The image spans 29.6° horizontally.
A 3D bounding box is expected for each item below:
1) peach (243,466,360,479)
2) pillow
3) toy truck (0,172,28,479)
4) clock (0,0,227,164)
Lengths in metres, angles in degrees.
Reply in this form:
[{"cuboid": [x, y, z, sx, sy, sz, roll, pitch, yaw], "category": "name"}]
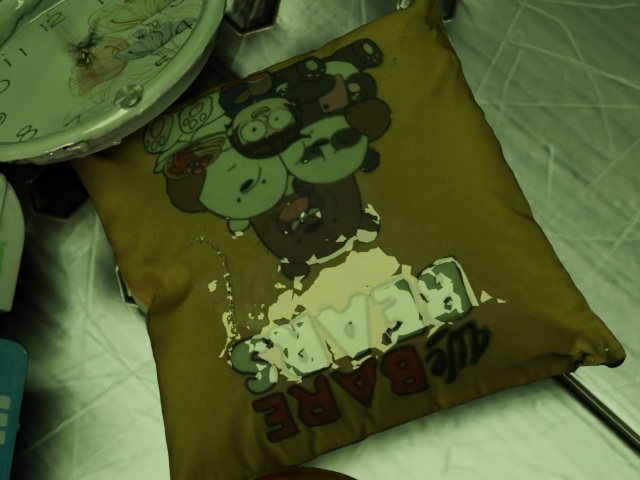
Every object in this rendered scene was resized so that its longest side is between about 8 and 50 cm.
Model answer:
[{"cuboid": [-0.003, 0.276, 0.706, 0.281, 0.238, 0.281, 19, 58, -33], "category": "peach"}, {"cuboid": [0.000, 0.000, 0.832, 0.310, 0.119, 0.312, -21, 69, -3], "category": "pillow"}, {"cuboid": [-0.297, 0.111, 0.771, 0.146, 0.175, 0.367, -9, 70, 45], "category": "toy truck"}, {"cuboid": [-0.168, -0.129, 0.877, 0.236, 0.053, 0.236, -16, 43, 15], "category": "clock"}]
